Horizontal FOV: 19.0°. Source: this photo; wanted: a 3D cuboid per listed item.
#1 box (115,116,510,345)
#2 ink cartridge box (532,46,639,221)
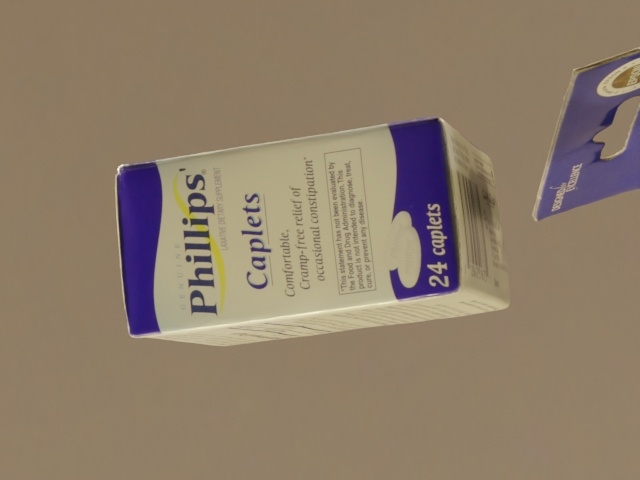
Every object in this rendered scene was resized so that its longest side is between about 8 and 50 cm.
[{"bbox_3d":[0.000,0.000,0.793,0.137,0.126,0.072,-9,-97,13],"label":"box"},{"bbox_3d":[0.287,-0.075,0.882,0.371,0.176,0.069,-16,-110,-6],"label":"ink cartridge box"}]
